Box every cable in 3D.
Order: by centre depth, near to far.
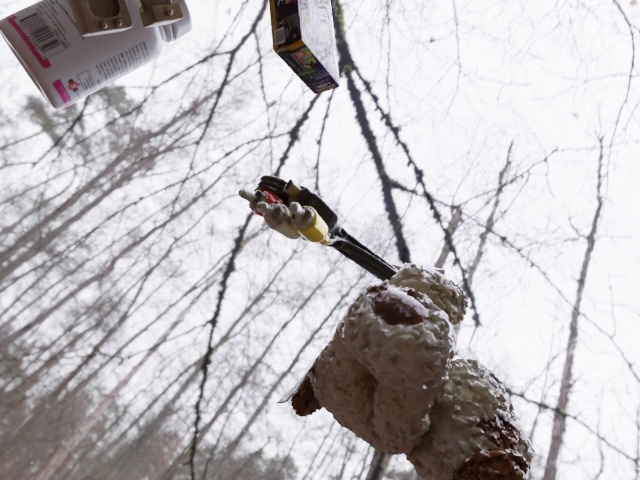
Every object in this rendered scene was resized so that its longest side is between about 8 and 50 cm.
[{"bbox_3d":[0.000,0.000,0.750,0.140,0.072,0.287,22,-14,42],"label":"cable"}]

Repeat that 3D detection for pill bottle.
[{"bbox_3d":[-0.378,-0.362,0.949,0.160,0.283,0.160,47,-19,22],"label":"pill bottle"}]

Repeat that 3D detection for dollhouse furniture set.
[{"bbox_3d":[-0.172,-0.300,0.556,0.123,0.151,0.144,8,-64,48],"label":"dollhouse furniture set"}]

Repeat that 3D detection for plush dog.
[{"bbox_3d":[0.106,0.166,0.548,0.225,0.262,0.210,39,-76,13],"label":"plush dog"}]

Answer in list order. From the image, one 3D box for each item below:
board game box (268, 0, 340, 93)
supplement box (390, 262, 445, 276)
[{"bbox_3d":[-0.024,-0.327,0.815,0.048,0.141,0.170,-12,-106,23],"label":"board game box"},{"bbox_3d":[0.176,0.064,1.010,0.098,0.062,0.036,-167,-102,-69],"label":"supplement box"}]
